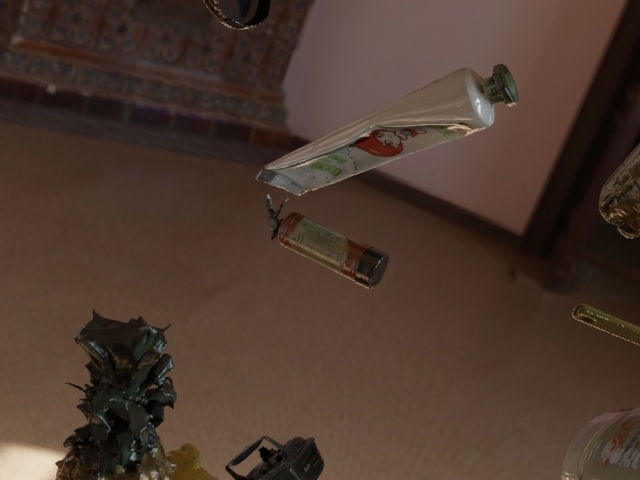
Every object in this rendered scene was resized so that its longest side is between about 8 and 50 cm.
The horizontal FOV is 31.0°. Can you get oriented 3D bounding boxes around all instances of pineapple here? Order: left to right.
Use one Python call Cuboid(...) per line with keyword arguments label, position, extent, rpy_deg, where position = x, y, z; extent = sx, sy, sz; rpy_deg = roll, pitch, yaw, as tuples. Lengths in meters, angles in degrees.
Cuboid(label="pineapple", position=(-0.194, 0.186, 1.092), extent=(0.128, 0.248, 0.128), rpy_deg=(7, 28, -4))

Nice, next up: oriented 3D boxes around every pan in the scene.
Cuboid(label="pan", position=(-0.093, -0.337, 1.301), extent=(0.040, 0.212, 0.115), rpy_deg=(-5, -21, 36))

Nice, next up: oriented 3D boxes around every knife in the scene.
Cuboid(label="knife", position=(0.432, 0.142, 1.384), extent=(0.298, 0.047, 0.017), rpy_deg=(22, 52, -7))

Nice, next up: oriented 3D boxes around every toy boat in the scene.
Cuboid(label="toy boat", position=(-0.048, 0.281, 1.412), extent=(0.103, 0.093, 0.246), rpy_deg=(52, 8, 4))

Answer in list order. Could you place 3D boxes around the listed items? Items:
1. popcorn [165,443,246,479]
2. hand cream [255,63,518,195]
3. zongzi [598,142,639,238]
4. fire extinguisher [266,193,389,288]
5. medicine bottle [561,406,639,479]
Cuboid(label="popcorn", position=(-0.205, 0.443, 1.572), extent=(0.297, 0.316, 0.281), rpy_deg=(37, -7, -11))
Cuboid(label="hand cream", position=(0.082, -0.128, 1.423), extent=(0.121, 0.336, 0.076), rpy_deg=(22, 51, -57))
Cuboid(label="zongzi", position=(0.320, -0.029, 0.878), extent=(0.176, 0.160, 0.078), rpy_deg=(40, 39, 5))
Cuboid(label="fire extinguisher", position=(0.000, 0.000, 1.443), extent=(0.177, 0.062, 0.050), rpy_deg=(27, 21, 21))
Cuboid(label="medicine bottle", position=(0.431, 0.297, 1.335), extent=(0.219, 0.219, 0.388), rpy_deg=(20, -10, -3))
